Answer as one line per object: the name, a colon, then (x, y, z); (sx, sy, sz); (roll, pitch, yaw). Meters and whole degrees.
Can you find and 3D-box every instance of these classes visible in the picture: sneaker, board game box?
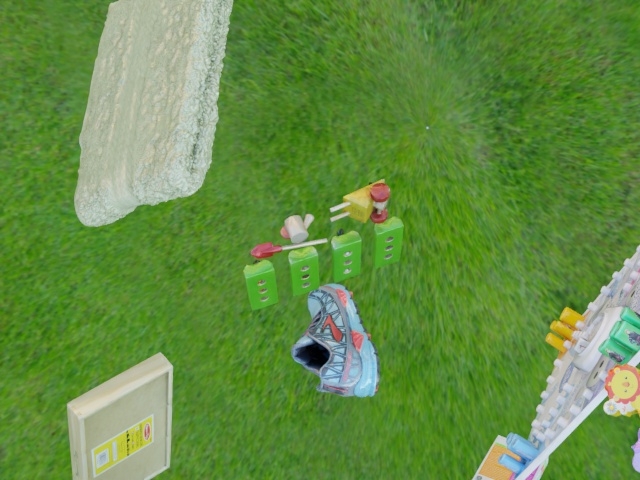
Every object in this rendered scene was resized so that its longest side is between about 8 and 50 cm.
sneaker: (0.008, 0.158, 1.569); (0.125, 0.262, 0.104); (-3, 121, -17)
board game box: (0.440, 0.152, 1.528); (0.050, 0.390, 0.390); (31, 133, 6)

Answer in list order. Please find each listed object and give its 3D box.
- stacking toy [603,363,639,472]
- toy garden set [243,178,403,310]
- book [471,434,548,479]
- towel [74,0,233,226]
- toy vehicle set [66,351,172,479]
stacking toy: (0.323, 0.246, 0.927); (0.052, 0.167, 0.221); (-3, 71, 37)
toy garden set: (0.000, 0.000, 1.379); (0.244, 0.204, 0.049); (-18, 61, -9)
book: (0.321, 0.406, 1.614); (0.096, 0.144, 0.035); (14, 127, 29)
towel: (-0.091, -0.085, 0.519); (0.110, 0.027, 0.148); (-14, 64, 43)
toy vehicle set: (-0.313, 0.312, 1.489); (0.035, 0.166, 0.267); (39, 139, 30)
